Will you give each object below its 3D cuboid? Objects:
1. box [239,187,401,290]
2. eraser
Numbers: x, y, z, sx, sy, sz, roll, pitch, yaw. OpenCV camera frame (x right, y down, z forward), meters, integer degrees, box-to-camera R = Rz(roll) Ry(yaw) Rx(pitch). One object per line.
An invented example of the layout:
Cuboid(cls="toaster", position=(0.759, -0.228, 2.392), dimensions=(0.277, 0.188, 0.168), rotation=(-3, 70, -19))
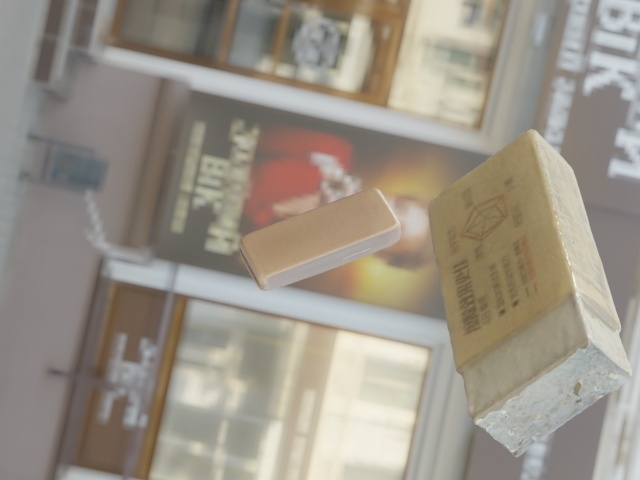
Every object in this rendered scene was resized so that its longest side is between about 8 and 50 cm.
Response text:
Cuboid(cls="box", position=(0.000, 0.000, 1.264), dimensions=(0.025, 0.115, 0.048), rotation=(85, -21, -52))
Cuboid(cls="eraser", position=(0.192, 0.040, 1.628), dimensions=(0.144, 0.078, 0.343), rotation=(-38, -151, 22))
